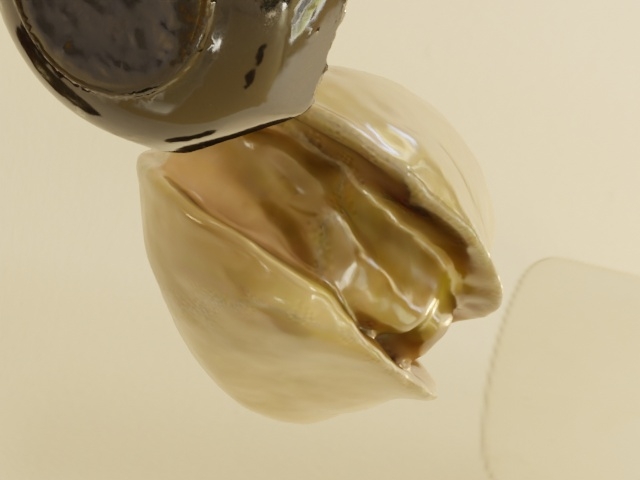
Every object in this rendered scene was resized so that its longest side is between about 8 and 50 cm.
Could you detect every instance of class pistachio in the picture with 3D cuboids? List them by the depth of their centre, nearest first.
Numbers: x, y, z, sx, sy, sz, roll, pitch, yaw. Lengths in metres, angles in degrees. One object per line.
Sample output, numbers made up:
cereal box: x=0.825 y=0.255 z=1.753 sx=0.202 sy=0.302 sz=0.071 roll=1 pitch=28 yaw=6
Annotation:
pistachio: x=0.000 y=0.000 z=1.002 sx=0.238 sy=0.321 sz=0.229 roll=29 pitch=-97 yaw=11

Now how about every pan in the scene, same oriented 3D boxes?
pan: x=-0.070 y=-0.123 z=0.503 sx=0.048 sy=0.128 sz=0.202 roll=-33 pitch=-76 yaw=-57
